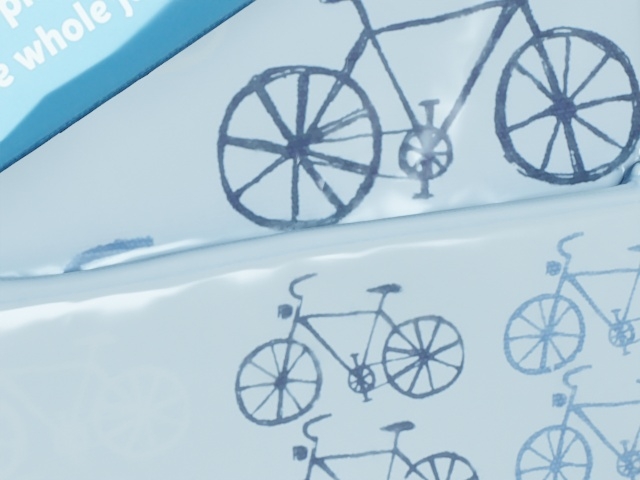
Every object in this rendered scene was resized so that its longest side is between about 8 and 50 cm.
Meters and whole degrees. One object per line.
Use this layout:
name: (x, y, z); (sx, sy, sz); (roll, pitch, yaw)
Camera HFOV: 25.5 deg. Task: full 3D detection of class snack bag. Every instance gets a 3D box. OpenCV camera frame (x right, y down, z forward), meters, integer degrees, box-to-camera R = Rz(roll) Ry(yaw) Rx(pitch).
snack bag: (0.000, 0.000, 0.492); (0.323, 0.037, 0.342); (-9, 97, -21)

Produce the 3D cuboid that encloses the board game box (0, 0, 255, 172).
board game box: (-0.161, -0.170, 0.370); (0.254, 0.079, 0.336); (-38, 101, -19)
